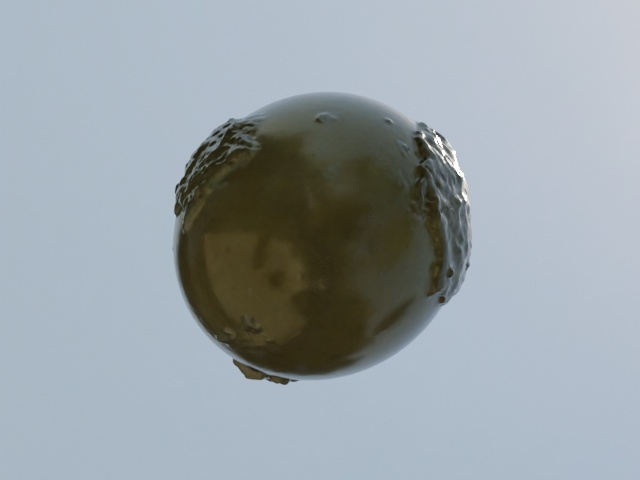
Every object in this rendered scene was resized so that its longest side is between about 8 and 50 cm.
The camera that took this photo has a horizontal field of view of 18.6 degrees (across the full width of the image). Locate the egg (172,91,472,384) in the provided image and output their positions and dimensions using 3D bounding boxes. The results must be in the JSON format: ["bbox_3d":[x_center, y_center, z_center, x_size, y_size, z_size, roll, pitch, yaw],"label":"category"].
[{"bbox_3d":[0.001,-0.003,1.084,0.164,0.201,0.164,7,-71,22],"label":"egg"}]
